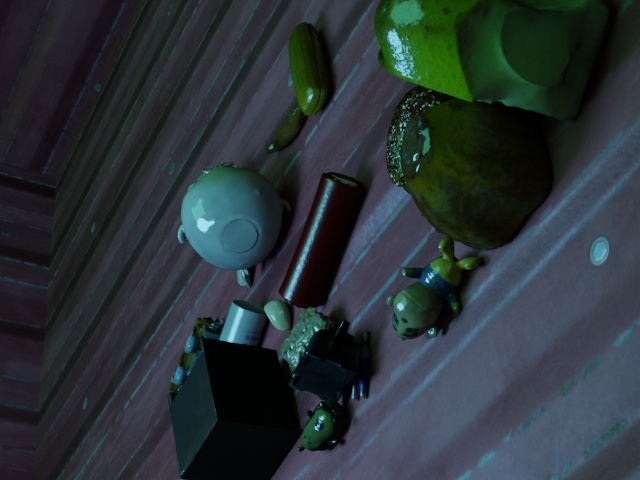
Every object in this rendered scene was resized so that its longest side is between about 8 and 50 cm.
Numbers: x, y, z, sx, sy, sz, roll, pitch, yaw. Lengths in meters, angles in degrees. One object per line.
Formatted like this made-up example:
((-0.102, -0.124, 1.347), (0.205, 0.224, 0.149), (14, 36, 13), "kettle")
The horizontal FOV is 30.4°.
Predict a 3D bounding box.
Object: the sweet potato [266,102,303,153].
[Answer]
((-0.067, -0.221, 2.384), (0.179, 0.044, 0.044), (125, 150, -51), "sweet potato")

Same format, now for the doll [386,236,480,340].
((0.154, 0.078, 1.680), (0.089, 0.102, 0.179), (-35, -24, -53), "doll")

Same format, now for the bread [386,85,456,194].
((0.156, -0.158, 1.831), (0.193, 0.064, 0.193), (-40, 45, 55), "bread")

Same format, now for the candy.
((-0.015, 0.174, 2.002), (0.110, 0.085, 0.095), (-56, 36, 13), "candy")

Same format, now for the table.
((-0.155, 0.309, 2.104), (0.169, 0.172, 0.193), (-58, 33, 32), "table")

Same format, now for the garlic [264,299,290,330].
((-0.081, 0.137, 2.206), (0.053, 0.041, 0.083), (66, 167, -13), "garlic")

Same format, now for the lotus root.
((0.186, -0.101, 1.595), (0.199, 0.180, 0.188), (-55, 35, 37), "lotus root")

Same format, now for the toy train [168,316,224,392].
((-0.249, 0.241, 2.459), (0.127, 0.089, 0.219), (-105, 35, -66), "toy train")

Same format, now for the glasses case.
((-0.025, -0.345, 2.336), (0.234, 0.064, 0.079), (-100, 27, -42), "glasses case")

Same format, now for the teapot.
((0.014, 0.187, 1.898), (0.177, 0.087, 0.096), (115, 177, -53), "teapot")

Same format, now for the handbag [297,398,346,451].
((0.003, 0.306, 1.905), (0.072, 0.047, 0.111), (48, 127, 20), "handbag")

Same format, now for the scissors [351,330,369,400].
((0.066, 0.199, 1.878), (0.039, 0.012, 0.113), (-27, 52, 59), "scissors")

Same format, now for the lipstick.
((0.000, 0.000, 2.060), (0.241, 0.080, 0.080), (-70, 24, 13), "lipstick")

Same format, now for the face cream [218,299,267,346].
((-0.176, 0.245, 2.303), (0.077, 0.077, 0.250), (40, 113, 64), "face cream")

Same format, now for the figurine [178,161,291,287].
((-0.192, -0.045, 2.429), (0.394, 0.226, 0.275), (-125, 25, -68), "figurine")

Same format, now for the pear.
((0.199, -0.285, 1.546), (0.286, 0.281, 0.176), (-132, 52, -62), "pear")
